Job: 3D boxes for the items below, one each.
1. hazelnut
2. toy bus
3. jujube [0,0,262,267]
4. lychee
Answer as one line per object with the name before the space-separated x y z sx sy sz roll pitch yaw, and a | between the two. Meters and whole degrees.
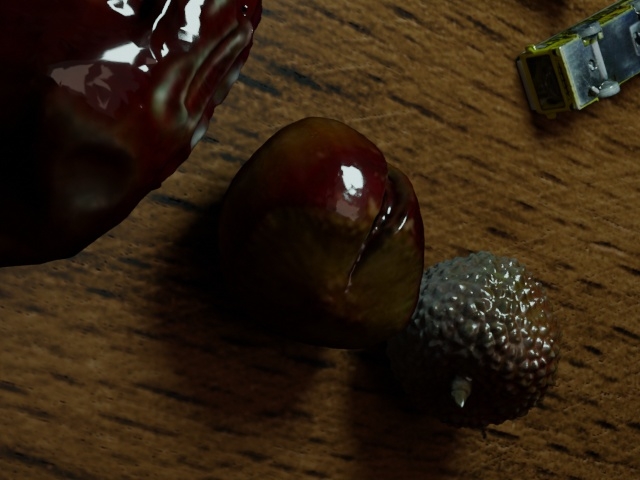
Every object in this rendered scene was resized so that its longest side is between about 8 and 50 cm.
hazelnut | 0.000 0.000 1.436 0.204 0.178 0.178 46 57 -36
toy bus | 0.301 -0.203 1.789 0.226 0.074 0.081 -32 109 -41
jujube | -0.181 -0.150 1.209 0.258 0.258 0.376 45 52 -31
lychee | 0.136 0.096 1.541 0.165 0.165 0.197 54 37 -25
